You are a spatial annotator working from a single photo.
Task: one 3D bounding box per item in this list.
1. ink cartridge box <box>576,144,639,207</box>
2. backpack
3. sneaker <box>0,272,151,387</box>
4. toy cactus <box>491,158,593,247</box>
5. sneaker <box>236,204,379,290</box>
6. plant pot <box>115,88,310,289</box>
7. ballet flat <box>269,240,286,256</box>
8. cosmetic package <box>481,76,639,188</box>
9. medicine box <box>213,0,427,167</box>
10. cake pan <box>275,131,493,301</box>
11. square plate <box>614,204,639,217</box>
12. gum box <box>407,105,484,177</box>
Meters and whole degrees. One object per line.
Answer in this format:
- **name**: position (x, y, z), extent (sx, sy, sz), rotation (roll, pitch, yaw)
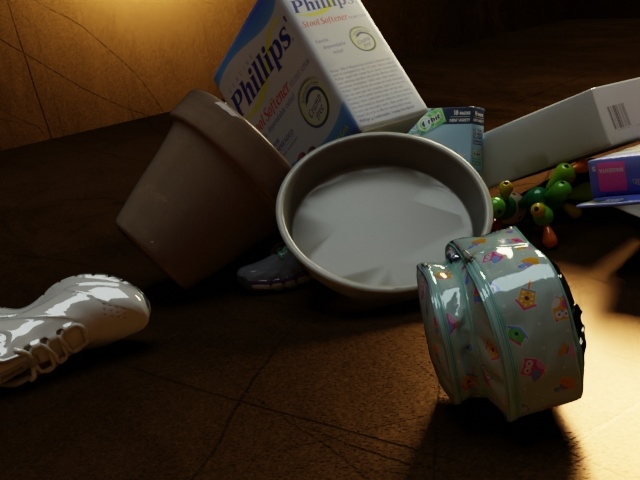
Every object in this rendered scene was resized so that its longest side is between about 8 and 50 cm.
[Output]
- **ink cartridge box**: position (0.485, -0.102, 1.278), extent (0.185, 0.065, 0.311), rotation (-2, 13, 44)
- **backpack**: position (0.174, 0.083, 0.935), extent (0.144, 0.166, 0.188), rotation (-14, 13, -8)
- **sneaker**: position (-0.359, 0.130, 1.233), extent (0.297, 0.111, 0.129), rotation (-14, 33, -3)
- **toy cactus**: position (0.315, -0.048, 1.452), extent (0.219, 0.112, 0.180), rotation (-23, 2, -31)
- **sneaker**: position (-0.016, 0.007, 1.406), extent (0.223, 0.098, 0.083), rotation (-11, 17, -5)
- **plant pot**: position (-0.176, -0.055, 1.461), extent (0.229, 0.263, 0.263), rotation (-47, 26, -9)
- **ballet flat**: position (0.000, 0.000, 1.503), extent (0.168, 0.057, 0.052), rotation (-13, 7, -13)
- **cosmetic package**: position (0.444, -0.185, 1.599), extent (0.377, 0.097, 0.284), rotation (-17, -4, -41)
- **medicine box**: position (-0.011, -0.238, 1.580), extent (0.149, 0.289, 0.263), rotation (-20, -17, -36)
- **cake pan**: position (0.086, -0.031, 1.332), extent (0.293, 0.054, 0.293), rotation (-1, 49, 1)
- **square plate**: position (0.609, -0.081, 1.360), extent (0.344, 0.049, 0.347), rotation (-9, 8, 1)
- **gum box**: position (0.181, -0.119, 1.561), extent (0.157, 0.184, 0.041), rotation (3, 2, 38)
